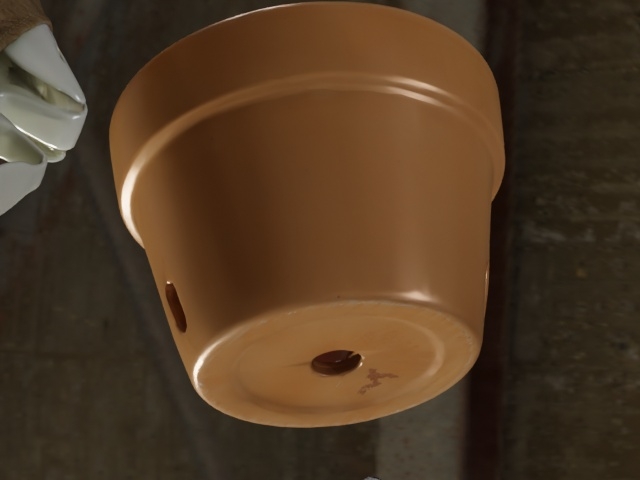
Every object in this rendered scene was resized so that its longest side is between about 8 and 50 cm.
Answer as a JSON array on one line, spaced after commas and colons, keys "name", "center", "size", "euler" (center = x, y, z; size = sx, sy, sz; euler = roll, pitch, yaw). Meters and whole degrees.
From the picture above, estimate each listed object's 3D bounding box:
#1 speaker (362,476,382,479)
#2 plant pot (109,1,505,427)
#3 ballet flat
[{"name": "speaker", "center": [-0.020, 0.170, 0.753], "size": [0.055, 0.136, 0.055], "euler": [49, -28, 37]}, {"name": "plant pot", "center": [0.000, 0.000, 1.070], "size": [0.291, 0.291, 0.203], "euler": [-27, -126, 28]}, {"name": "ballet flat", "center": [-0.220, -0.077, 0.939], "size": [0.124, 0.342, 0.116], "euler": [24, -60, 0]}]
